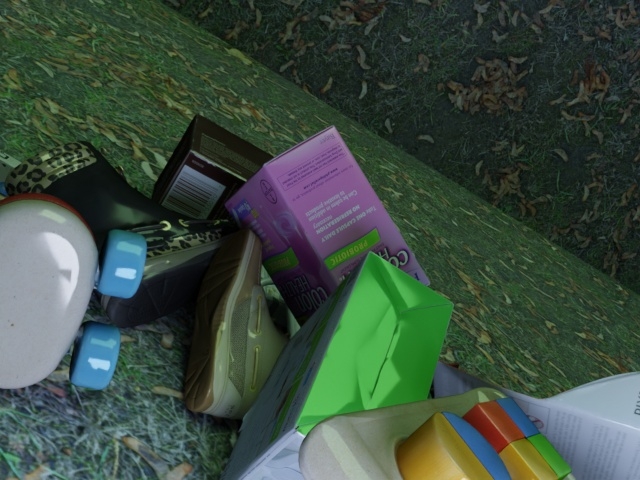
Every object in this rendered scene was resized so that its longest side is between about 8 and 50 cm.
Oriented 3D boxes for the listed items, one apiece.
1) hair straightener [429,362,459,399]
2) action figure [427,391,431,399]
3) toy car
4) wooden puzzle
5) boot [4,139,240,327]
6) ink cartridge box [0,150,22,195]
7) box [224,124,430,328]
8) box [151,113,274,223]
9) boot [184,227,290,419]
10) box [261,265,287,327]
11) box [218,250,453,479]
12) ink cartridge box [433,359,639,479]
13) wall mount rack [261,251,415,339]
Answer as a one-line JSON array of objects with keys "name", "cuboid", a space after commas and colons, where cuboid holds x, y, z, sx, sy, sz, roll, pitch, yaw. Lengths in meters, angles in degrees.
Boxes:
[{"name": "hair straightener", "cuboid": [0.197, 0.256, 1.487, 0.230, 0.047, 0.089, 11, 30, -49]}, {"name": "action figure", "cuboid": [0.133, 0.187, 1.284, 0.137, 0.063, 0.232, 23, 54, -25]}, {"name": "toy car", "cuboid": [-0.334, 0.030, 0.964, 0.219, 0.210, 0.238, 14, 13, -21]}, {"name": "wooden puzzle", "cuboid": [0.181, 0.256, 0.731, 0.348, 0.080, 0.322, 3, 43, -55]}, {"name": "boot", "cuboid": [-0.257, -0.028, 1.285, 0.284, 0.138, 0.377, 41, 30, 17]}, {"name": "ink cartridge box", "cuboid": [-0.482, -0.109, 1.246, 0.083, 0.048, 0.028, 31, 19, -7]}, {"name": "box", "cuboid": [0.000, 0.000, 1.166, 0.242, 0.117, 0.213, 58, -23, -2]}, {"name": "box", "cuboid": [-0.188, -0.087, 1.489, 0.167, 0.168, 0.203, 28, 21, -17]}, {"name": "boot", "cuboid": [-0.065, 0.130, 1.159, 0.204, 0.095, 0.261, 25, 55, -29]}, {"name": "box", "cuboid": [-0.052, 0.100, 1.466, 0.186, 0.038, 0.145, 26, 21, -19]}, {"name": "box", "cuboid": [0.010, 0.183, 0.951, 0.127, 0.231, 0.262, 32, 44, -6]}, {"name": "ink cartridge box", "cuboid": [0.334, 0.246, 1.030, 0.385, 0.091, 0.308, 17, -32, 22]}, {"name": "wall mount rack", "cuboid": [0.059, 0.156, 1.357, 0.350, 0.130, 0.304, 6, 69, -34]}]
